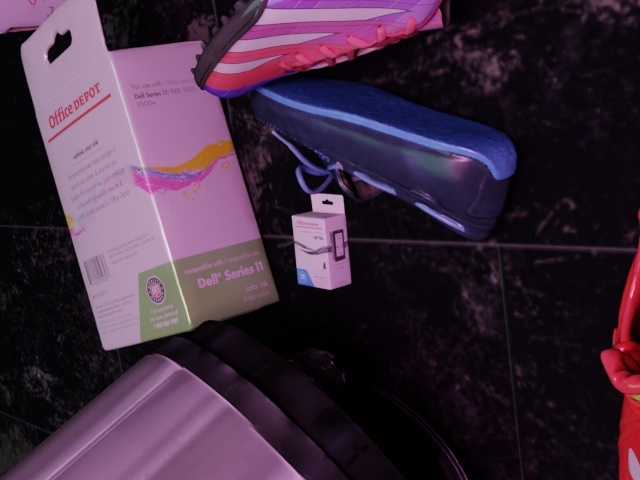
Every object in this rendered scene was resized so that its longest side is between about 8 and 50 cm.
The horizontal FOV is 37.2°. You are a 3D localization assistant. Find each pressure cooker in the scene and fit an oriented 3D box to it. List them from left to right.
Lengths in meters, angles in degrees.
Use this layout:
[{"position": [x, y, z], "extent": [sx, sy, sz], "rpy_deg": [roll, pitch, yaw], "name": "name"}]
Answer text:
[{"position": [-0.077, 0.275, 0.775], "extent": [0.370, 0.420, 0.375], "rpy_deg": [47, 159, 3], "name": "pressure cooker"}]

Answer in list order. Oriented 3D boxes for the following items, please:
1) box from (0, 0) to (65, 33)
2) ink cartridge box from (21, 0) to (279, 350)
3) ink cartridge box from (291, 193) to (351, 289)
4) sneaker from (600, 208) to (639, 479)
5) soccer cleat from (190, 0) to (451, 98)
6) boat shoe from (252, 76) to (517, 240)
[{"position": [-0.423, -0.349, 1.094], "extent": [0.231, 0.262, 0.127], "rpy_deg": [49, 134, 30], "name": "box"}, {"position": [-0.188, -0.076, 1.008], "extent": [0.207, 0.119, 0.353], "rpy_deg": [-18, 88, 51], "name": "ink cartridge box"}, {"position": [0.000, 0.000, 0.879], "extent": [0.048, 0.028, 0.083], "rpy_deg": [6, 105, 49], "name": "ink cartridge box"}, {"position": [0.213, 0.085, 0.580], "extent": [0.107, 0.118, 0.279], "rpy_deg": [17, 114, 47], "name": "sneaker"}, {"position": [0.027, -0.177, 0.701], "extent": [0.318, 0.109, 0.116], "rpy_deg": [-33, 104, 37], "name": "soccer cleat"}, {"position": [0.032, -0.068, 0.762], "extent": [0.258, 0.109, 0.089], "rpy_deg": [30, 127, 44], "name": "boat shoe"}]
